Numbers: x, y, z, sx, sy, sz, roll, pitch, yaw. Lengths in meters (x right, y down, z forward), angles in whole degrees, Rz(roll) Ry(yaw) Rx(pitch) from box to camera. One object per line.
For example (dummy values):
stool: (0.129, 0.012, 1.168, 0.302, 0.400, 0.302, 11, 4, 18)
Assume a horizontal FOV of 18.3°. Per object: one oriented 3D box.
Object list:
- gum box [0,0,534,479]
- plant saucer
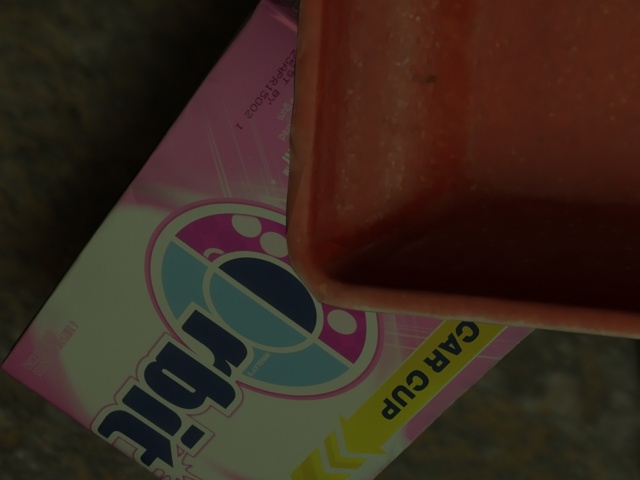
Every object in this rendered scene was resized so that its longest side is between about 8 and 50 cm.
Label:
gum box: (0.000, 0.000, 0.558, 0.107, 0.062, 0.188, 35, 134, -5)
plant saucer: (0.123, -0.107, 0.337, 0.259, 0.048, 0.258, 5, 93, 27)
